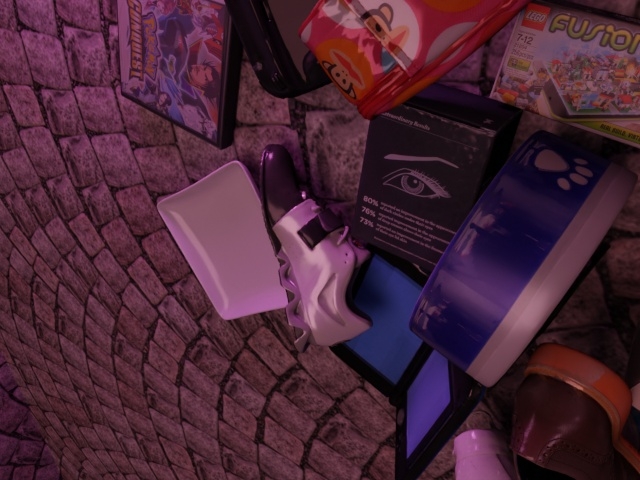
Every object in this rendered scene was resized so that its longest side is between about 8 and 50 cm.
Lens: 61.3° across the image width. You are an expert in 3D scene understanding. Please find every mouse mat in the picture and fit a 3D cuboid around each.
[{"bbox_3d":[0.269,0.091,0.633,0.007,0.190,0.152,39,134,24],"label":"mouse mat"}]

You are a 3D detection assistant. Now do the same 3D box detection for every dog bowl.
[{"bbox_3d":[0.211,0.020,0.582,0.104,0.265,0.264,34,132,19],"label":"dog bowl"}]

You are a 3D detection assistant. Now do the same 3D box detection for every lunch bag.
[{"bbox_3d":[0.130,-0.245,0.491,0.293,0.258,0.120,-38,97,22],"label":"lunch bag"}]

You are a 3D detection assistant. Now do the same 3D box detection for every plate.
[{"bbox_3d":[-0.159,0.009,1.012,0.278,0.045,0.277,-18,105,42],"label":"plate"}]

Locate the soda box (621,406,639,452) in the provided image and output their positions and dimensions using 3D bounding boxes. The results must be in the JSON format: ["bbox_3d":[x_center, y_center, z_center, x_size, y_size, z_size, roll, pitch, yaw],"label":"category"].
[{"bbox_3d":[0.459,0.253,0.670,0.210,0.067,0.071,9,121,33],"label":"soda box"}]

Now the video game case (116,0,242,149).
[{"bbox_3d":[-0.235,-0.319,0.877,0.248,0.035,0.274,30,130,20],"label":"video game case"}]

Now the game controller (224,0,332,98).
[{"bbox_3d":[-0.058,-0.353,0.701,0.167,0.067,0.319,-18,106,18],"label":"game controller"}]

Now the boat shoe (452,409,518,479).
[{"bbox_3d":[0.261,0.323,0.775,0.136,0.156,0.367,-20,147,23],"label":"boat shoe"}]

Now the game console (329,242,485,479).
[{"bbox_3d":[0.109,0.191,0.838,0.174,0.250,0.293,16,130,-3],"label":"game console"}]

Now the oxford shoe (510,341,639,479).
[{"bbox_3d":[0.286,0.263,0.626,0.130,0.132,0.363,17,151,47],"label":"oxford shoe"}]

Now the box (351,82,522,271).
[{"bbox_3d":[0.140,-0.082,0.683,0.153,0.108,0.207,26,129,23],"label":"box"}]

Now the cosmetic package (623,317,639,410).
[{"bbox_3d":[0.487,0.183,0.544,0.309,0.160,0.113,37,133,15],"label":"cosmetic package"}]

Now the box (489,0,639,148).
[{"bbox_3d":[0.295,-0.172,0.560,0.207,0.036,0.114,26,129,23],"label":"box"}]

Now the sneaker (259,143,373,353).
[{"bbox_3d":[0.000,0.000,0.846,0.146,0.122,0.330,-14,93,12],"label":"sneaker"}]
